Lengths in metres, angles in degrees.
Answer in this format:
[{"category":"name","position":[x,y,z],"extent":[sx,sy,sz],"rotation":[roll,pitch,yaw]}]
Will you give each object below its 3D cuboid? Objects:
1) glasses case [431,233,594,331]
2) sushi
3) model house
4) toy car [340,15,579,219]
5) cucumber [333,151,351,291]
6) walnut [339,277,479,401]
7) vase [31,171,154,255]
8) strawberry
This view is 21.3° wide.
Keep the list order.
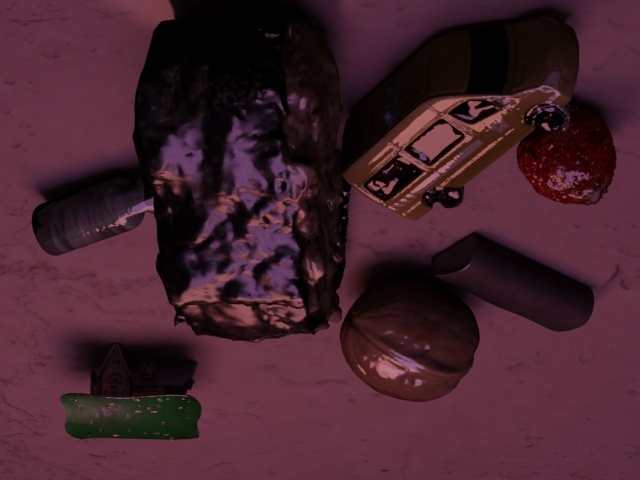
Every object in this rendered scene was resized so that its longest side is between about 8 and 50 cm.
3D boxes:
[{"category":"glasses case","position":[0.218,0.052,1.917],"extent":[0.190,0.042,0.072],"rotation":[24,147,-30]},{"category":"sushi","position":[-0.063,-0.055,1.596],"extent":[0.171,0.211,0.350],"rotation":[5,127,13]},{"category":"model house","position":[-0.225,0.179,2.064],"extent":[0.167,0.088,0.117],"rotation":[0,145,-1]},{"category":"toy car","position":[0.129,-0.124,1.606],"extent":[0.124,0.101,0.257],"rotation":[24,141,-24]},{"category":"cucumber","position":[-0.001,0.002,1.822],"extent":[0.067,0.067,0.245],"rotation":[1,144,0]},{"category":"walnut","position":[0.100,0.111,1.920],"extent":[0.162,0.140,0.140],"rotation":[24,141,-13]},{"category":"vase","position":[-0.197,-0.042,1.770],"extent":[0.211,0.060,0.060],"rotation":[-19,141,18]},{"category":"strawberry","position":[0.244,-0.078,1.677],"extent":[0.106,0.106,0.106],"rotation":[1,145,0]}]
